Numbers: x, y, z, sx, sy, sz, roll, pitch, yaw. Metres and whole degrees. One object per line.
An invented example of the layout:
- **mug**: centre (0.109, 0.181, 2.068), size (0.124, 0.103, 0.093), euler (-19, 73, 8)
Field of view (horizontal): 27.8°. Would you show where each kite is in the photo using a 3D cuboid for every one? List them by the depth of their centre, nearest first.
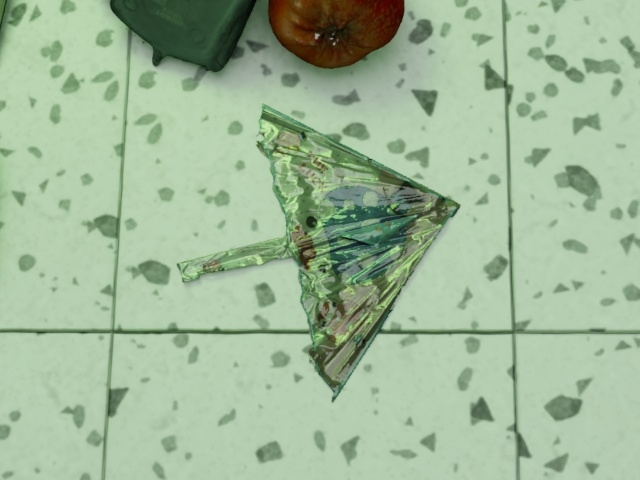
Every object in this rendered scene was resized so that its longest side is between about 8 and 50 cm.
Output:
- **kite**: centre (0.000, 0.000, 1.631), size (0.368, 0.014, 0.406), euler (-14, 73, -2)

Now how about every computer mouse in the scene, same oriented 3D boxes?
- **computer mouse**: centre (-0.143, -0.370, 1.618), size (0.188, 0.371, 0.122), euler (30, 40, -1)

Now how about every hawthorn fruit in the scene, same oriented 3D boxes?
- **hawthorn fruit**: centre (0.018, -0.329, 1.652), size (0.179, 0.179, 0.200), euler (-5, 57, 1)

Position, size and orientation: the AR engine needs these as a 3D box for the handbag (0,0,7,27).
- **handbag**: centre (-0.538, -0.289, 1.727), size (0.241, 0.109, 0.315), euler (15, 88, 8)
